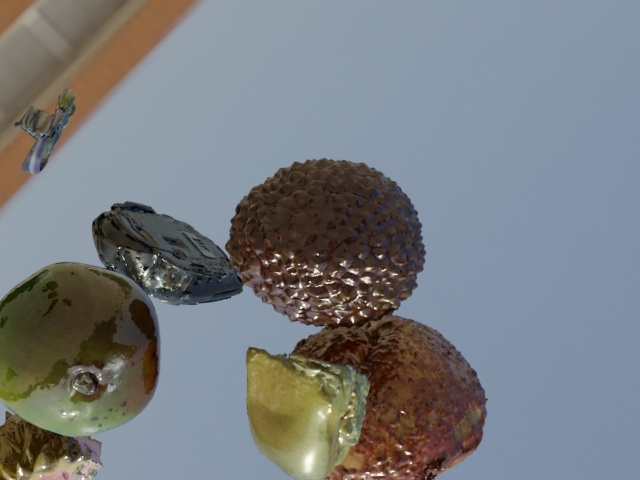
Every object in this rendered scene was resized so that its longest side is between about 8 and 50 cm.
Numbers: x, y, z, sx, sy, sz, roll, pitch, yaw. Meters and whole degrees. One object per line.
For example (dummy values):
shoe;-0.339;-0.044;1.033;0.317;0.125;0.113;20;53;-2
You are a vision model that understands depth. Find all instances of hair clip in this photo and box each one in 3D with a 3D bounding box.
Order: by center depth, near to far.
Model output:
hair clip;-0.348;-0.139;2.322;0.116;0.049;0.172;-57;-179;-6

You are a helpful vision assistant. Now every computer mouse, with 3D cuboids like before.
computer mouse;-0.183;0.025;2.130;0.146;0.242;0.077;46;-72;34

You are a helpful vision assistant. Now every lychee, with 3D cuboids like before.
lychee;0.000;0.000;1.854;0.188;0.188;0.188;-36;-156;19

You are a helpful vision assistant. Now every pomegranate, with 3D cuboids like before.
pomegranate;-0.251;0.097;1.834;0.180;0.180;0.209;-44;-146;0

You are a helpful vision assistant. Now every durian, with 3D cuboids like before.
durian;-0.354;0.251;2.124;0.191;0.112;0.341;-20;175;-3

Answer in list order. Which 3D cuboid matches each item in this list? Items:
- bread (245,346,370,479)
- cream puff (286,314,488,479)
bread;-0.019;0.158;1.660;0.103;0.156;0.110;14;-98;24
cream puff;0.051;0.168;1.929;0.240;0.164;0.240;-21;-157;10
